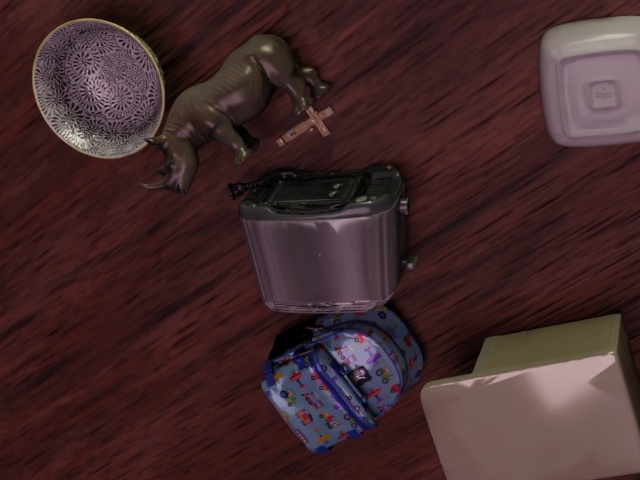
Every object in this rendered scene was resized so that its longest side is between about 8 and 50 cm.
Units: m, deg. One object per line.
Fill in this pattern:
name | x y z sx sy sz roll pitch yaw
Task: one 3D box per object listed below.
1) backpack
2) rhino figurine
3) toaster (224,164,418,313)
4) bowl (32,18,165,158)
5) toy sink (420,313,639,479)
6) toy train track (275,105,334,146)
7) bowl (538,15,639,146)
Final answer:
backpack | 0.035 0.165 1.384 0.173 0.117 0.158 -27 104 23
rhino figurine | -0.113 -0.139 1.273 0.243 0.073 0.106 -39 96 1
toaster | 0.000 0.000 1.312 0.226 0.129 0.147 -2 115 16
bowl | -0.250 -0.190 1.327 0.170 0.080 0.170 6 115 14
toy sink | 0.258 0.195 1.316 0.234 0.131 0.153 -15 103 21
toy train track | -0.020 -0.135 1.320 0.083 0.014 0.048 -30 102 26
bowl | 0.304 -0.164 1.188 0.142 0.053 0.142 -3 112 19
